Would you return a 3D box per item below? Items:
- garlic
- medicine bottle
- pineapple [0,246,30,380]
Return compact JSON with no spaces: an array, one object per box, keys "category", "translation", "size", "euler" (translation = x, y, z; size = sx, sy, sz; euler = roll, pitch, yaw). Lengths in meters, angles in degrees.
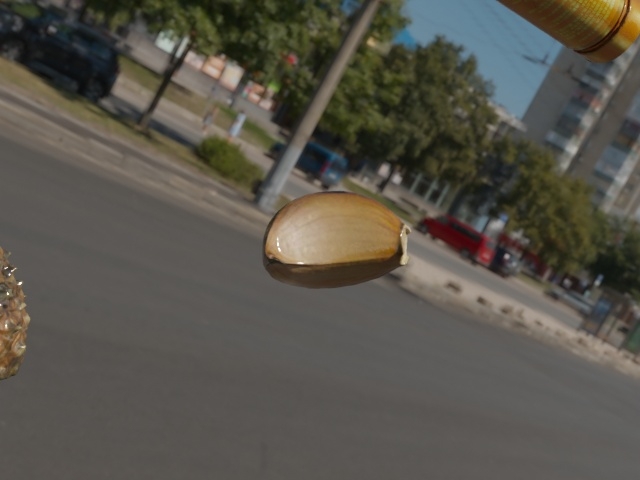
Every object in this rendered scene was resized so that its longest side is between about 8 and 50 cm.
[{"category":"garlic","translation":[0.000,0.009,1.323],"size":[0.207,0.115,0.128],"euler":[-8,50,-27]},{"category":"medicine bottle","translation":[0.270,-0.283,1.197],"size":[0.192,0.096,0.096],"euler":[24,6,-30]},{"category":"pineapple","translation":[-0.262,0.004,0.735],"size":[0.108,0.197,0.108],"euler":[-2,14,1]}]
